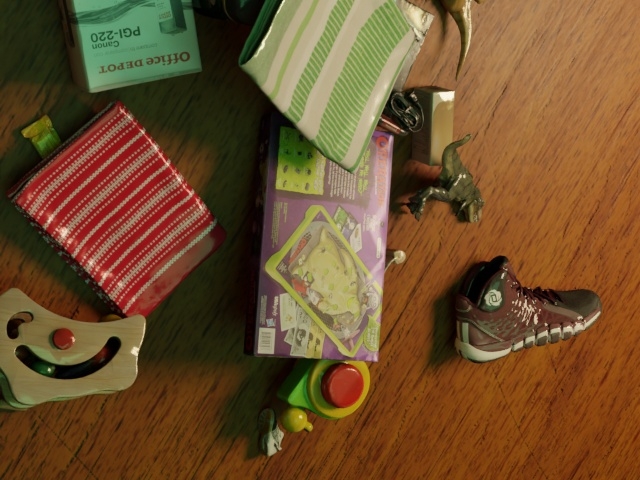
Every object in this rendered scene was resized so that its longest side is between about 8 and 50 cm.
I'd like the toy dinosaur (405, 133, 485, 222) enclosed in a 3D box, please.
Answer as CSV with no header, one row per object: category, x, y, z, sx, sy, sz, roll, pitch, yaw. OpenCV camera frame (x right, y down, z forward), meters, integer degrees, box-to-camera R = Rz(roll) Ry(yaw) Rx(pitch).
toy dinosaur,0.190,-0.081,1.569,0.118,0.064,0.268,-34,156,0

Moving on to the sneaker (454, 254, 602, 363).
sneaker,0.349,0.091,1.716,0.281,0.106,0.162,-18,110,-20

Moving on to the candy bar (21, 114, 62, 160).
candy bar,-0.342,-0.090,1.367,0.040,0.018,0.161,-34,118,-14

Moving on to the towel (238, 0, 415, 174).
towel,0.023,-0.252,1.331,0.248,0.038,0.325,-66,151,-11

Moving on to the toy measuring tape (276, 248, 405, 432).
toy measuring tape,0.053,0.169,1.597,0.121,0.121,0.330,45,73,-29

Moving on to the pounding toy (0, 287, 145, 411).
pounding toy,-0.385,0.149,1.387,0.269,0.155,0.154,-6,80,-27

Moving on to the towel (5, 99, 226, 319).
towel,-0.268,-0.031,1.398,0.199,0.031,0.275,-43,126,-9

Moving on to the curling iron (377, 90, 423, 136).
curling iron,0.035,-0.218,1.475,0.274,0.035,0.068,18,83,-27

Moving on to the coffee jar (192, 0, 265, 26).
coffee jar,-0.099,-0.320,1.320,0.096,0.184,0.079,1,105,-27

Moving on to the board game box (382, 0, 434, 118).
board game box,0.081,-0.274,1.514,0.126,0.026,0.186,20,96,-29

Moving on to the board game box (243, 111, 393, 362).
board game box,0.000,0.000,1.492,0.208,0.056,0.347,6,85,-23

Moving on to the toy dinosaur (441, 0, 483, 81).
toy dinosaur,0.210,-0.363,1.541,0.112,0.064,0.211,-25,107,2

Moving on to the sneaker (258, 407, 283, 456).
sneaker,-0.076,0.300,1.615,0.037,0.032,0.083,-12,116,-37

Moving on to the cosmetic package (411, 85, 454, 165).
cosmetic package,0.173,-0.177,1.570,0.041,0.060,0.115,-8,110,-24

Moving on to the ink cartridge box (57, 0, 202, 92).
ink cartridge box,-0.251,-0.311,1.303,0.158,0.092,0.218,-15,113,-21
